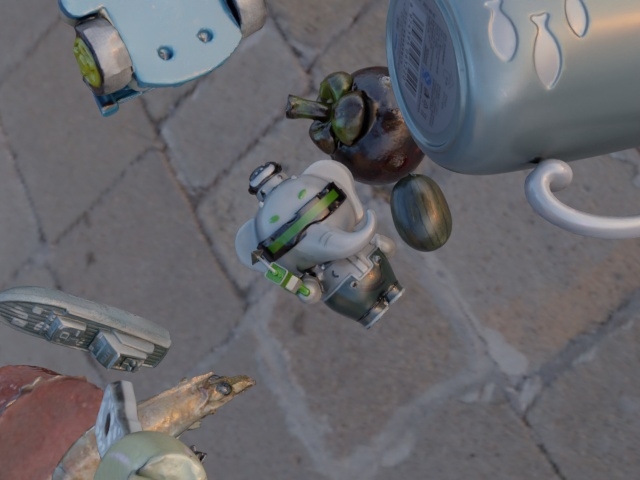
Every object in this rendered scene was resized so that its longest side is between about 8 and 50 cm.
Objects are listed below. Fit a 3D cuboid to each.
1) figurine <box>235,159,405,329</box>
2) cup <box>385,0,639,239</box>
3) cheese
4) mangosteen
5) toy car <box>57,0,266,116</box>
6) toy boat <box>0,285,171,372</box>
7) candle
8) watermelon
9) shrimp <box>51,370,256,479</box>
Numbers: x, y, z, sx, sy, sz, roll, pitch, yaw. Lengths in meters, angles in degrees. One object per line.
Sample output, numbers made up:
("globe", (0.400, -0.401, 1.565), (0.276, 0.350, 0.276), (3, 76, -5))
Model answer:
("figurine", (0.000, 0.000, 1.270), (0.147, 0.126, 0.192), (-44, 86, -12))
("cup", (0.241, -0.159, 1.317), (0.259, 0.274, 0.357), (115, 139, -63))
("cheese", (-0.114, 0.152, 0.769), (0.235, 0.049, 0.127), (-129, 54, -68))
("mangosteen", (0.065, -0.155, 1.743), (0.172, 0.184, 0.173), (2, 94, 35))
("toy car", (-0.126, -0.168, 0.838), (0.162, 0.126, 0.098), (61, 155, -1))
("toy boat", (-0.331, 0.122, 1.757), (0.078, 0.260, 0.085), (-50, 31, 36))
("candle", (-0.291, 0.294, 1.406), (0.131, 0.287, 0.317), (12, 93, 51))
("watermelon", (0.132, -0.039, 1.695), (0.078, 0.078, 0.111), (-21, 88, 30))
("shrimp", (-0.149, 0.198, 1.192), (0.223, 0.126, 0.047), (-30, 32, -24))
